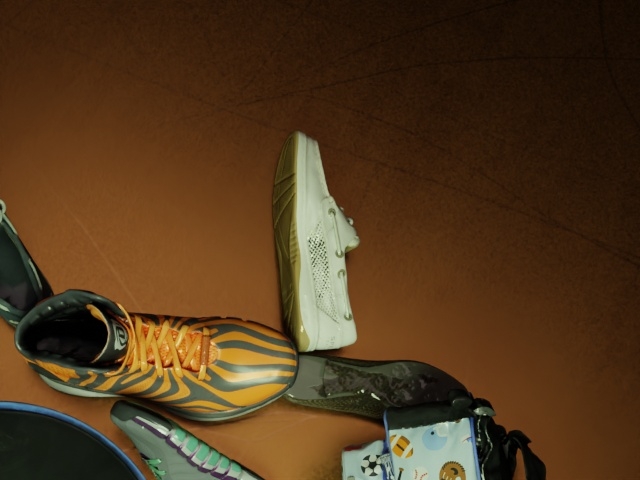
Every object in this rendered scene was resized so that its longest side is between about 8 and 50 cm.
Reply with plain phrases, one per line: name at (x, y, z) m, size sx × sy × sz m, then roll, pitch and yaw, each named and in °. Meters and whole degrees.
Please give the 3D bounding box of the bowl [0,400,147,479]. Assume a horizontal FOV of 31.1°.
bowl at (-0.328, 0.347, 1.190) m, size 0.391 × 0.077 × 0.391 m, roll 17°, pitch 54°, yaw -24°

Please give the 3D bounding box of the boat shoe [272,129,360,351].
boat shoe at (0.000, 0.000, 1.417) m, size 0.096 × 0.098 × 0.277 m, roll 0°, pitch 77°, yaw -17°

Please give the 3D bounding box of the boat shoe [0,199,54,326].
boat shoe at (-0.407, -0.004, 1.358) m, size 0.095 × 0.079 × 0.254 m, roll -32°, pitch 82°, yaw -15°

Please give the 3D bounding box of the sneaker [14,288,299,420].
sneaker at (-0.186, 0.129, 1.279) m, size 0.321 × 0.180 × 0.124 m, roll 0°, pitch 75°, yaw 2°

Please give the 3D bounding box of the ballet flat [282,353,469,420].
ballet flat at (0.062, 0.184, 1.397) m, size 0.250 × 0.058 × 0.084 m, roll 9°, pitch 75°, yaw -11°

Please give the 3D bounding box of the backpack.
backpack at (0.140, 0.321, 1.258) m, size 0.213 × 0.276 × 0.263 m, roll -20°, pitch 65°, yaw 14°

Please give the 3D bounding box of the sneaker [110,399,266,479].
sneaker at (-0.157, 0.268, 1.295) m, size 0.224 × 0.083 × 0.098 m, roll 36°, pitch 79°, yaw -21°
